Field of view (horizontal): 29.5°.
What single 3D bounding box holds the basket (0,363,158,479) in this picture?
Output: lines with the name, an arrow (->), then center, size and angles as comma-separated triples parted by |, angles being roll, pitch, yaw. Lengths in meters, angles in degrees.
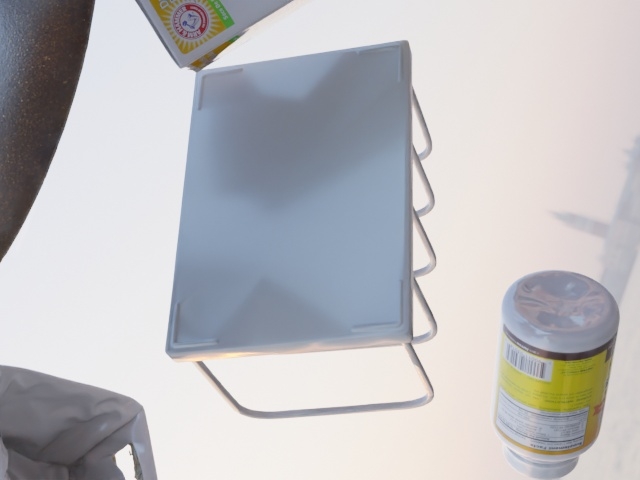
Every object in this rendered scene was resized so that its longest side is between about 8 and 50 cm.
basket -> -0.230, 0.184, 0.992 | 0.103, 0.113, 0.167 | -36, -38, 27

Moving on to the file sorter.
file sorter -> 0.000, 0.000, 1.048 | 0.173, 0.193, 0.277 | 61, -154, -55

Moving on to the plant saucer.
plant saucer -> -0.236, -0.099, 0.764 | 0.050, 0.310, 0.310 | 17, -87, -36

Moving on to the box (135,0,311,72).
box -> -0.049, -0.230, 0.972 | 0.203, 0.103, 0.114 | -31, 5, 2

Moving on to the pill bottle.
pill bottle -> 0.237, 0.144, 1.248 | 0.117, 0.117, 0.215 | -55, -27, -47
